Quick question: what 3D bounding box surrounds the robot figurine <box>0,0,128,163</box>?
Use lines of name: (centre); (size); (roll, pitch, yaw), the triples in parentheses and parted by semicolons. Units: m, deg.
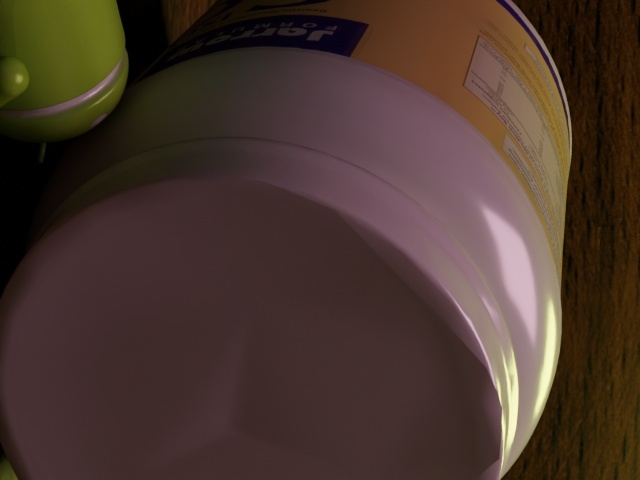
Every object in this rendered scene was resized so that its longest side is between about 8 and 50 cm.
robot figurine: (-0.111, -0.086, 0.482); (0.115, 0.067, 0.101); (83, 25, -45)

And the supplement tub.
supplement tub: (0.000, 0.000, 0.625); (0.331, 0.241, 0.241); (-65, 156, -63)
